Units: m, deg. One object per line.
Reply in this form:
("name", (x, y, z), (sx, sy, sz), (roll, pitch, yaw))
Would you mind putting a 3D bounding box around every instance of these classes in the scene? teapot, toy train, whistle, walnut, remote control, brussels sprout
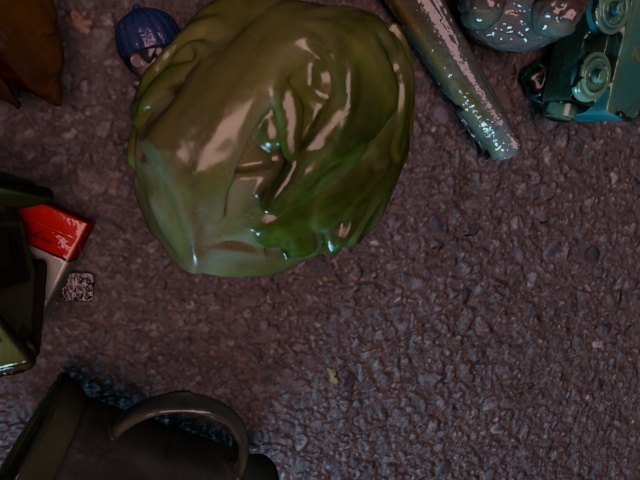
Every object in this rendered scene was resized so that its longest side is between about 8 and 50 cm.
("teapot", (-0.197, 0.300, 0.586), (0.337, 0.200, 0.270), (32, 103, -23))
("toy train", (0.398, -0.269, 0.682), (0.163, 0.112, 0.203), (4, 103, -24))
("whistle", (0.178, -0.246, 0.642), (0.326, 0.068, 0.057), (50, 57, -21))
("walnut", (-0.337, -0.238, 0.452), (0.137, 0.137, 0.245), (-35, 111, -7))
("remote control", (-0.332, 0.057, 0.584), (0.096, 0.014, 0.039), (4, 91, -19))
("brussels sprout", (-0.037, -0.108, 0.510), (0.328, 0.247, 0.327), (-12, 111, -33))

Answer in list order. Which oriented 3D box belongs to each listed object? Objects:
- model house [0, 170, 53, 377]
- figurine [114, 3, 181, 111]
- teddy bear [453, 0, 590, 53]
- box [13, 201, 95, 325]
("model house", (-0.347, 0.092, 0.416), (0.219, 0.205, 0.278), (-12, 92, -6))
("figurine", (-0.190, -0.185, 0.544), (0.087, 0.086, 0.149), (15, 111, 4))
("teddy bear", (0.267, -0.376, 0.588), (0.236, 0.151, 0.267), (14, 106, 12))
("box", (-0.345, 0.025, 0.544), (0.100, 0.048, 0.152), (26, 86, -15))
